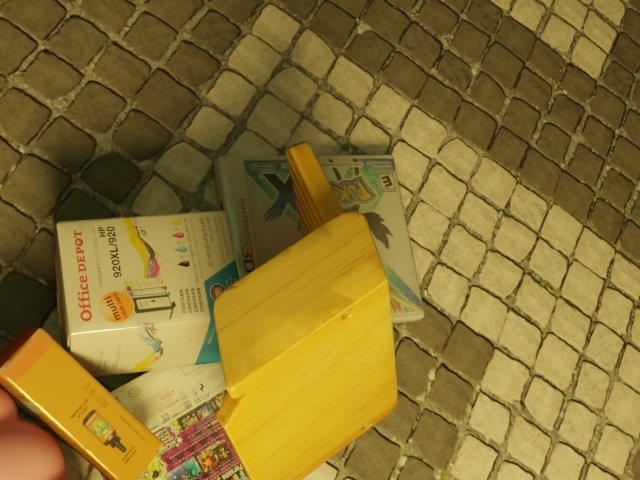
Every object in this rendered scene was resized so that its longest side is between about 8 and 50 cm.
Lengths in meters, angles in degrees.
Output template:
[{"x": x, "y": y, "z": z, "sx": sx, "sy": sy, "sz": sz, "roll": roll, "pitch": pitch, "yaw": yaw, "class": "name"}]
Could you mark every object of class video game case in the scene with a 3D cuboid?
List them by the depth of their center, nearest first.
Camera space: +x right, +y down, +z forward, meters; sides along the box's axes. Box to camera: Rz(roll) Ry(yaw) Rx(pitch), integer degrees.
[{"x": -0.207, "y": 0.284, "z": 1.219, "sx": 0.232, "sy": 0.042, "sz": 0.210, "roll": -29, "pitch": 85, "yaw": -29, "class": "video game case"}, {"x": 0.000, "y": 0.000, "z": 1.410, "sx": 0.328, "sy": 0.036, "sz": 0.300, "roll": -3, "pitch": 74, "yaw": -25, "class": "video game case"}]

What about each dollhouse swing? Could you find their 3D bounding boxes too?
[{"x": -0.057, "y": 0.096, "z": 1.160, "sx": 0.315, "sy": 0.347, "sz": 0.305, "roll": -33, "pitch": 58, "yaw": -15, "class": "dollhouse swing"}]

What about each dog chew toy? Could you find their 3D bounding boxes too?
[{"x": -0.397, "y": 0.320, "z": 1.044, "sx": 0.206, "sy": 0.207, "sz": 0.332, "roll": -25, "pitch": 76, "yaw": -28, "class": "dog chew toy"}]

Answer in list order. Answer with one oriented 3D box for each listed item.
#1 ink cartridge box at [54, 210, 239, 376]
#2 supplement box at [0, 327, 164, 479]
[{"x": -0.244, "y": 0.076, "z": 1.179, "sx": 0.232, "sy": 0.168, "sz": 0.171, "roll": -5, "pitch": 63, "yaw": -20, "class": "ink cartridge box"}, {"x": -0.315, "y": 0.218, "z": 1.094, "sx": 0.233, "sy": 0.080, "sz": 0.078, "roll": 49, "pitch": 60, "yaw": -18, "class": "supplement box"}]
